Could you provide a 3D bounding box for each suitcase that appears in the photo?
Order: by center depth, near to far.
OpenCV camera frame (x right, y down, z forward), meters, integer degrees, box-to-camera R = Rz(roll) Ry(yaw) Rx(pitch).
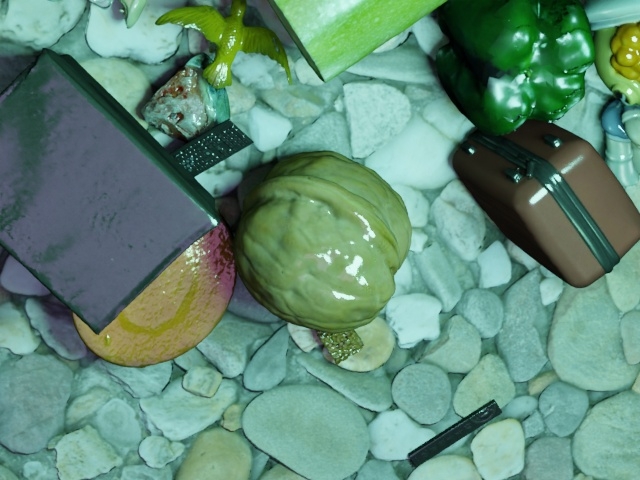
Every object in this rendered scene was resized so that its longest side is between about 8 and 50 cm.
[{"bbox_3d":[0.359,-0.074,1.974,0.161,0.297,0.236,-41,115,-2],"label":"suitcase"}]

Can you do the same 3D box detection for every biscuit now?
[{"bbox_3d":[0.008,0.123,2.125,0.064,0.034,0.199,-28,115,2],"label":"biscuit"}]

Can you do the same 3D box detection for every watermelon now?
[{"bbox_3d":[-0.209,-0.193,1.933,0.139,0.071,0.187,-7,114,-4],"label":"watermelon"}]

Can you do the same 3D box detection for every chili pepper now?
[{"bbox_3d":[0.300,-0.297,1.896,0.233,0.257,0.248,-15,121,-4],"label":"chili pepper"}]

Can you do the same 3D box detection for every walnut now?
[{"bbox_3d":[0.000,0.000,1.941,0.285,0.296,0.285,18,141,15],"label":"walnut"}]

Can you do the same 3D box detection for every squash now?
[{"bbox_3d":[0.092,-0.439,1.787,0.384,0.263,0.263,-34,115,3],"label":"squash"}]

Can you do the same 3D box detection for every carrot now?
[{"bbox_3d":[-0.265,0.062,2.020,0.258,0.100,0.307,34,95,-20],"label":"carrot"}]

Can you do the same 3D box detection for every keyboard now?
[{"bbox_3d":[-0.198,-0.129,1.942,0.198,0.010,0.063,-27,128,30],"label":"keyboard"}]

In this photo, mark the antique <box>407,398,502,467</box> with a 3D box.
[{"bbox_3d":[0.247,0.355,2.283,0.192,0.015,0.031,-34,115,3],"label":"antique"}]

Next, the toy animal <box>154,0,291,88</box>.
[{"bbox_3d":[-0.145,-0.318,1.884,0.219,0.155,0.095,17,146,-17],"label":"toy animal"}]

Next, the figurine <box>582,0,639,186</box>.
[{"bbox_3d":[0.496,-0.260,1.990,0.224,0.205,0.382,-18,132,-36],"label":"figurine"}]

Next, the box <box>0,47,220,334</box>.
[{"bbox_3d":[-0.357,-0.077,1.828,0.251,0.204,0.345,-44,101,3],"label":"box"}]

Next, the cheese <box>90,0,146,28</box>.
[{"bbox_3d":[-0.276,-0.441,1.821,0.127,0.050,0.235,28,107,-18],"label":"cheese"}]
